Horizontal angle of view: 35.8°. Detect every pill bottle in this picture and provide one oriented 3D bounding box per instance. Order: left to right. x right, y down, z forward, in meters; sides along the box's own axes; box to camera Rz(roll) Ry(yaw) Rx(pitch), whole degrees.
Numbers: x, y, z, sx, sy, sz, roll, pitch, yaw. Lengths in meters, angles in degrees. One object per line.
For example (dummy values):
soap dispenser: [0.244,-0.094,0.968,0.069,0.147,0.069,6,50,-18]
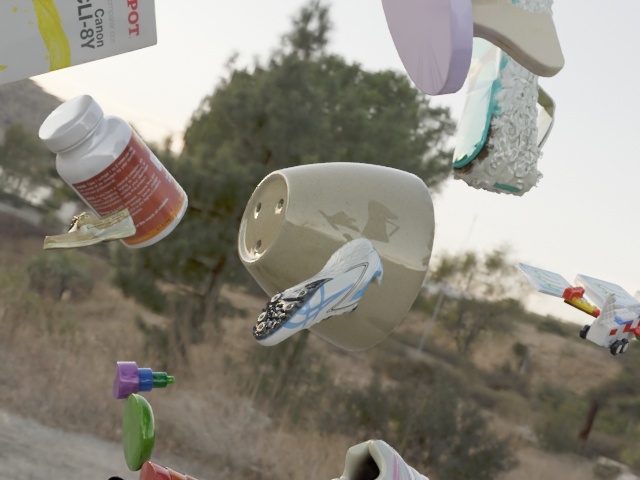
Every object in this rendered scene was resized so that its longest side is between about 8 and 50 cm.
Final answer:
pill bottle: [-0.295,-0.099,1.412,0.121,0.121,0.216,15,-30,48]

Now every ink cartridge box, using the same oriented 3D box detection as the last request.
ink cartridge box: [-0.426,-0.372,1.333,0.384,0.279,0.160,-21,46,-27]

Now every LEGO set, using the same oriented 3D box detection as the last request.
LEGO set: [0.293,0.065,0.870,0.182,0.060,0.244,15,16,-11]

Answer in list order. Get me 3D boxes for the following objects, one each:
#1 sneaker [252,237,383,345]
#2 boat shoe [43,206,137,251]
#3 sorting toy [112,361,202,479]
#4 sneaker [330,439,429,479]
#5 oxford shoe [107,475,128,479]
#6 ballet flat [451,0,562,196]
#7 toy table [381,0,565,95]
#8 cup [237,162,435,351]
sneaker: [0.005,0.084,1.388,0.085,0.237,0.086,-4,-63,52]
boat shoe: [-0.306,-0.015,1.304,0.050,0.045,0.135,-8,5,43]
sorting toy: [-0.251,0.332,1.638,0.126,0.127,0.365,2,33,-24]
sneaker: [0.029,0.307,1.016,0.103,0.252,0.111,-22,-66,33]
oxford shoe: [-0.309,0.516,1.765,0.271,0.097,0.098,26,-34,45]
ballet flat: [0.277,-0.236,1.418,0.147,0.409,0.147,12,-24,5]
toy table: [0.174,-0.305,1.142,0.161,0.274,0.252,-8,-4,-17]
cup: [0.000,0.000,1.693,0.237,0.331,0.331,20,-4,-27]
